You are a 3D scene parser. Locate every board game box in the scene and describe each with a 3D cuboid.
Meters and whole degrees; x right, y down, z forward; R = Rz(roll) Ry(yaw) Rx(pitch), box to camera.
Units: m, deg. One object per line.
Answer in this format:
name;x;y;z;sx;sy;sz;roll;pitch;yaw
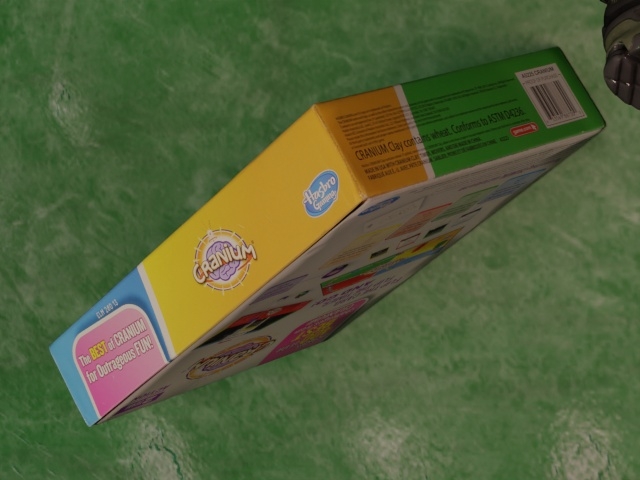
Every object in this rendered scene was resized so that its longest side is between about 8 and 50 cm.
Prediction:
board game box;0.000;0.000;1.198;0.316;0.242;0.064;-39;75;42

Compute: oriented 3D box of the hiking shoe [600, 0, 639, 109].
hiking shoe;0.249;-0.168;1.020;0.227;0.086;0.114;-28;47;23
